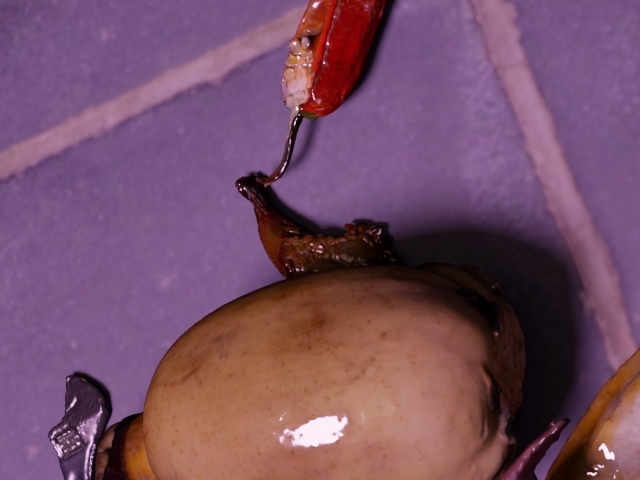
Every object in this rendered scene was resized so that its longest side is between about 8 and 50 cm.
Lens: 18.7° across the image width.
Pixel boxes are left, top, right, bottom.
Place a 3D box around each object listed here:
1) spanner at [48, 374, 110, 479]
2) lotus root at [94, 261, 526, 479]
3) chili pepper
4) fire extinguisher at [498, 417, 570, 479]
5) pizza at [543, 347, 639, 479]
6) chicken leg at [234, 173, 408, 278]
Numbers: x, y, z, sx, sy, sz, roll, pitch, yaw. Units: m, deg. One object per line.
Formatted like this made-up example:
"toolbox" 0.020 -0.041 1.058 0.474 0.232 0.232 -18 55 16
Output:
"spanner" -0.162 0.197 1.351 0.046 0.012 0.208 -6 86 21
"lotus root" -0.019 0.114 1.208 0.310 0.183 0.182 -15 83 24
"chili pepper" 0.018 -0.157 1.273 0.050 0.059 0.268 20 94 -17
"fire extinguisher" 0.174 0.266 1.100 0.147 0.106 0.337 -27 90 27
"pizza" 0.264 0.199 1.149 0.189 0.071 0.297 -46 79 11
"chicken leg" -0.002 0.004 1.281 0.145 0.037 0.062 23 75 20
